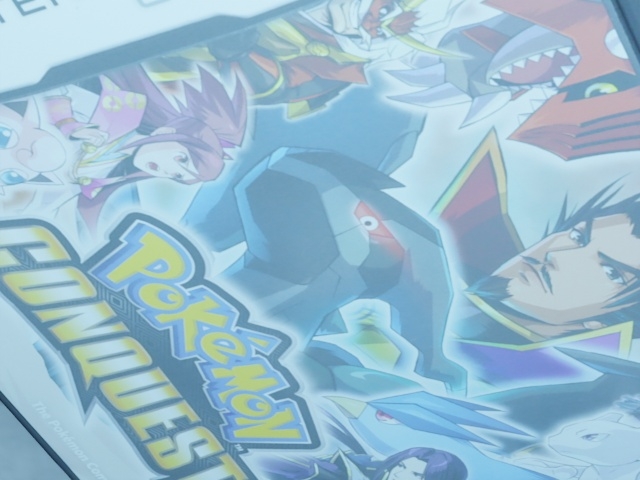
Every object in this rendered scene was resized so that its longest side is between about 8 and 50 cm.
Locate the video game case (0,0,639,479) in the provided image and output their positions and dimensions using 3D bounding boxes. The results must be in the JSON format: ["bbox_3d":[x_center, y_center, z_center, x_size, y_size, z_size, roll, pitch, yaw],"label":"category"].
[{"bbox_3d":[0.000,0.000,0.537,0.248,0.035,0.275,-14,131,22],"label":"video game case"}]
